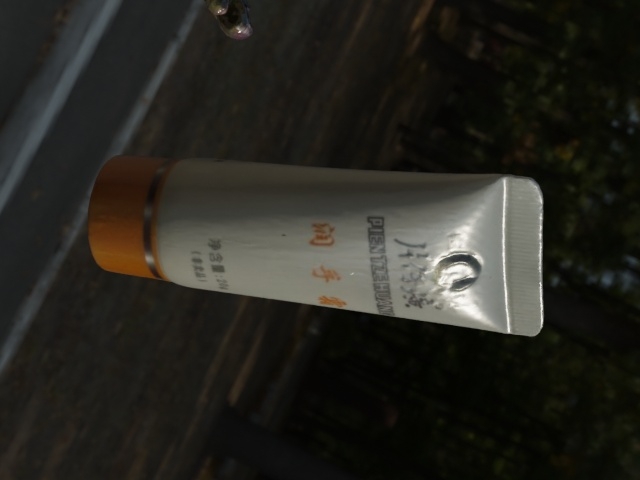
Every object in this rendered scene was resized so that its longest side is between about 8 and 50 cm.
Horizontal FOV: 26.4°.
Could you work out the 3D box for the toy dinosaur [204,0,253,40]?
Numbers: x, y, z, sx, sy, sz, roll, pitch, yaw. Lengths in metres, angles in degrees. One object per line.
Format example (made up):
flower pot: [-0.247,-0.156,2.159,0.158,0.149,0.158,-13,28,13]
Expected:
toy dinosaur: [-0.129,-0.295,1.316,0.072,0.200,0.251,-40,-153,5]

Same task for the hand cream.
hand cream: [0.000,0.000,0.943,0.089,0.314,0.140,-68,155,-46]
